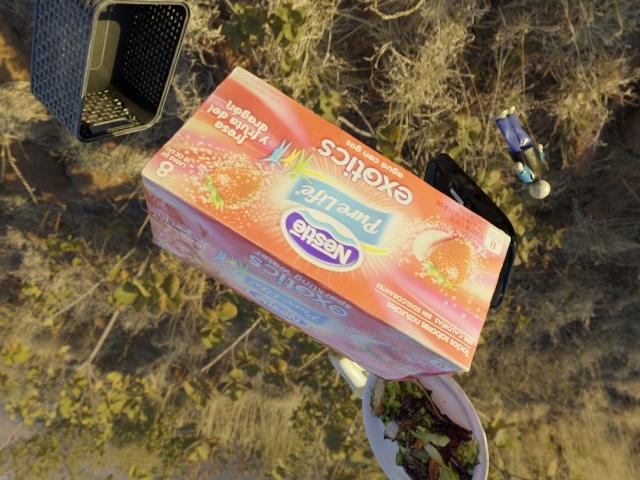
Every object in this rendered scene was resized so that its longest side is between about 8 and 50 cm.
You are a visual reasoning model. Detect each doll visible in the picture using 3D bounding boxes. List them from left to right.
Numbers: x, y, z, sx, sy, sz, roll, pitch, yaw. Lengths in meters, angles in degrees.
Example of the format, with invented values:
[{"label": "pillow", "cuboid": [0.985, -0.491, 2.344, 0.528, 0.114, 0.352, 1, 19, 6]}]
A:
[{"label": "doll", "cuboid": [0.406, -0.171, 0.847, 0.046, 0.129, 0.188, -26, 92, 52]}]

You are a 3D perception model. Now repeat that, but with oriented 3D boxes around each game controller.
[{"label": "game controller", "cuboid": [0.246, -0.029, 0.750, 0.067, 0.319, 0.166, 2, 123, -10]}]

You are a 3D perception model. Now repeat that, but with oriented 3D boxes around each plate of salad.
[{"label": "plate of salad", "cuboid": [0.119, 0.249, 0.554, 0.048, 0.199, 0.200, -2, 158, -40]}]

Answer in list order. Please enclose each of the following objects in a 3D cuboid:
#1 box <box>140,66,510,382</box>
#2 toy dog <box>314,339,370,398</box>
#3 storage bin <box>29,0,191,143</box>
[{"label": "box", "cuboid": [0.000, 0.000, 0.418, 0.300, 0.142, 0.154, 32, 153, -4]}, {"label": "toy dog", "cuboid": [0.124, 0.241, 1.161, 0.285, 0.395, 0.407, -24, 128, -6]}, {"label": "storage bin", "cuboid": [-0.240, -0.213, 0.484, 0.084, 0.122, 0.180, 43, 130, 7]}]
